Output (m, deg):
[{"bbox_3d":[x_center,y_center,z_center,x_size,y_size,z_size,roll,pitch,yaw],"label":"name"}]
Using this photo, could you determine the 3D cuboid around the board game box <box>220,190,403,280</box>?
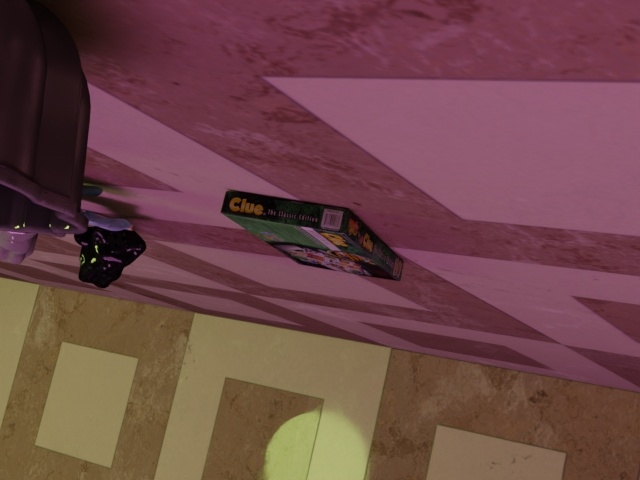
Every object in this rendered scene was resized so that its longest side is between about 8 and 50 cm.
[{"bbox_3d":[0.000,0.000,1.111,0.136,0.030,0.259,12,171,19],"label":"board game box"}]

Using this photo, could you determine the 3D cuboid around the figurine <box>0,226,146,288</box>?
[{"bbox_3d":[-0.354,-0.007,1.366,0.215,0.092,0.209,17,168,-18],"label":"figurine"}]

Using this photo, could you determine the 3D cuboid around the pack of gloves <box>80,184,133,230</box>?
[{"bbox_3d":[-0.333,-0.063,1.203,0.232,0.046,0.195,17,-178,-10],"label":"pack of gloves"}]

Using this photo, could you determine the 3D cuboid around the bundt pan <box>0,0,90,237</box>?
[{"bbox_3d":[-0.282,-0.104,0.583,0.330,0.124,0.331,13,170,2],"label":"bundt pan"}]
